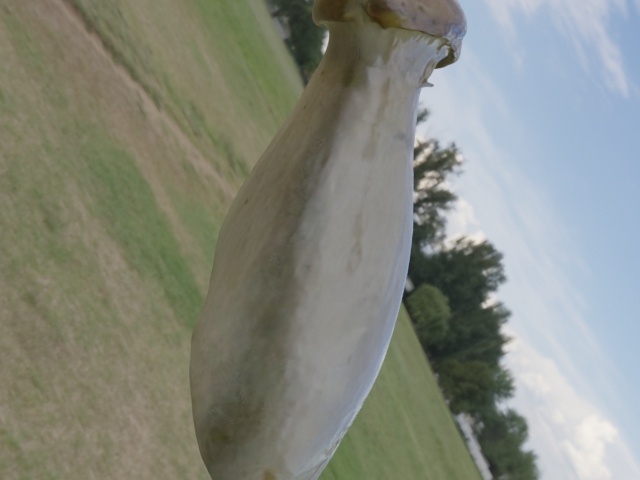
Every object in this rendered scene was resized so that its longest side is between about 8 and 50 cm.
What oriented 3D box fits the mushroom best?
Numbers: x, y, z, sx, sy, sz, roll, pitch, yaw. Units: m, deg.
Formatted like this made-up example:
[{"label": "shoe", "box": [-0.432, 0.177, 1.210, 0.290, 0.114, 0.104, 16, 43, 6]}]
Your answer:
[{"label": "mushroom", "box": [0.000, 0.000, 0.503, 0.128, 0.129, 0.349, -34, 142, -86]}]
